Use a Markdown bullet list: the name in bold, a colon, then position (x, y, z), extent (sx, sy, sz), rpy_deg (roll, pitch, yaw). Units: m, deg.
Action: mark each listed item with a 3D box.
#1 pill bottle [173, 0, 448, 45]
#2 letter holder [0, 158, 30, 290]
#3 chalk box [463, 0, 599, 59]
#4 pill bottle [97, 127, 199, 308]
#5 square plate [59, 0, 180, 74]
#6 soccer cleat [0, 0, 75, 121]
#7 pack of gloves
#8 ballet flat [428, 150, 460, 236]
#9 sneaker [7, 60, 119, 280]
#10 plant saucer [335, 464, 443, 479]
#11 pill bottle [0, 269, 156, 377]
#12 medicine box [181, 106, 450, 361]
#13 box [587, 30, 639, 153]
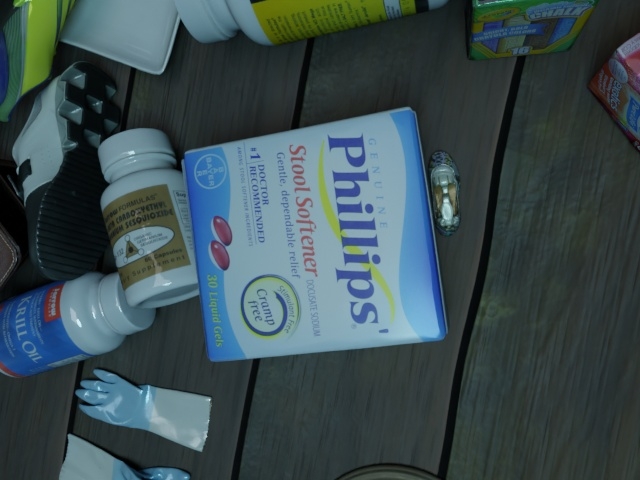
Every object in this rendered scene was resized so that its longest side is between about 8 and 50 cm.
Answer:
- **pill bottle**: position (-0.014, -0.356, 0.656), extent (0.333, 0.188, 0.188), rpy_deg (-8, 87, 14)
- **letter holder**: position (-0.552, 0.048, 0.801), extent (0.302, 0.152, 0.214), rpy_deg (-42, 82, 10)
- **chalk box**: position (0.232, -0.306, 0.581), extent (0.131, 0.213, 0.133), rpy_deg (-2, 89, 13)
- **pill bottle**: position (-0.231, -0.031, 0.729), extent (0.131, 0.131, 0.229), rpy_deg (-22, 79, 12)
- **square plate**: position (-0.324, -0.460, 0.807), extent (0.343, 0.049, 0.348), rpy_deg (21, 94, 13)
- **soccer cleat**: position (-0.419, -0.304, 0.757), extent (0.093, 0.121, 0.289), rpy_deg (22, 74, 22)
- **pack of gloves**: position (-0.290, 0.308, 0.782), extent (0.231, 0.046, 0.195), rpy_deg (10, 92, 14)
- **ballet flat**: position (0.164, -0.063, 0.682), extent (0.041, 0.041, 0.115), rpy_deg (-6, 87, 14)
- **sneaker**: position (-0.387, -0.092, 0.774), extent (0.146, 0.122, 0.331), rpy_deg (-13, 66, 26)
- **plant saucer**: position (0.100, 0.442, 0.687), extent (0.277, 0.041, 0.278), rpy_deg (0, 89, 15)
- **pill bottle**: position (-0.362, 0.115, 0.764), extent (0.221, 0.124, 0.124), rpy_deg (-19, 84, 12)
- **medicine box**: position (0.000, 0.000, 0.665), extent (0.289, 0.149, 0.264), rpy_deg (-9, 87, 14)
- **box**: position (0.453, -0.220, 0.569), extent (0.256, 0.128, 0.123), rpy_deg (-35, 81, 10)
